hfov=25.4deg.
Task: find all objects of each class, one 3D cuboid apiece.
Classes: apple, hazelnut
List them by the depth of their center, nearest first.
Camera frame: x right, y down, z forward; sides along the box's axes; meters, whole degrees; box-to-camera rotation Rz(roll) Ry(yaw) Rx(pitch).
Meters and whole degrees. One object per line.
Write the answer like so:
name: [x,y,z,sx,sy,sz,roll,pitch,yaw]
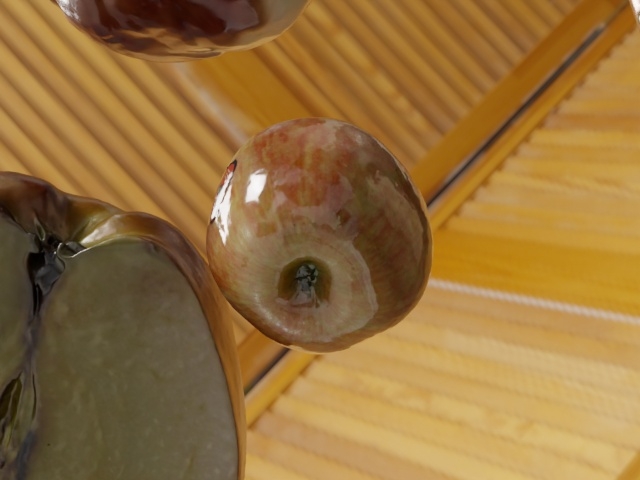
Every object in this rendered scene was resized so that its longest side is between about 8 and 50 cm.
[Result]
apple: [0.000,0.000,0.891,0.146,0.146,0.131,52,-162,-17]
apple: [-0.225,0.139,1.077,0.329,0.364,0.295,9,-172,-41]
hazelnut: [-0.114,-0.265,1.116,0.261,0.261,0.241,23,170,44]

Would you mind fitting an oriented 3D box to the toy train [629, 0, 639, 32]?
toy train: [0.368,-0.123,1.219,0.116,0.177,0.285,134,123,-70]
